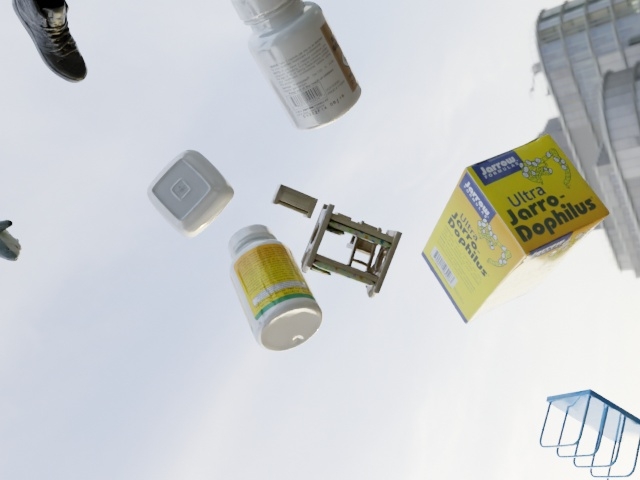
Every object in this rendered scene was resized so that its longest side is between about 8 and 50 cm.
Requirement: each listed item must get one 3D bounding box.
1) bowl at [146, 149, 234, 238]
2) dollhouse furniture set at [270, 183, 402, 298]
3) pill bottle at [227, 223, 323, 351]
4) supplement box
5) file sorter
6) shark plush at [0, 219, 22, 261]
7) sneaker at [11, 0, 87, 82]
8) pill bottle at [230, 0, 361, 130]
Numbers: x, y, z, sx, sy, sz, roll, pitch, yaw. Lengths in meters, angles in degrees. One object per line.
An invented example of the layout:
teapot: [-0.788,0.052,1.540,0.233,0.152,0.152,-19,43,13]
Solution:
bowl: [-0.255,-0.092,1.229,0.142,0.142,0.053,46,-175,12]
dollhouse furniture set: [0.000,0.000,0.950,0.181,0.161,0.101,21,-90,-9]
pill bottle: [-0.085,0.072,1.092,0.117,0.117,0.208,25,-154,-44]
supplement box: [0.364,-0.009,1.289,0.194,0.356,0.195,-24,-112,-16]
file sorter: [0.499,0.358,1.163,0.170,0.118,0.104,31,-118,-8]
shark plush: [-0.625,-0.004,1.174,0.161,0.073,0.067,15,-125,-19]
sneaker: [-0.371,-0.300,0.889,0.051,0.089,0.170,-45,-65,-31]
pill bottle: [-0.039,-0.300,1.017,0.229,0.131,0.131,58,-136,-31]
